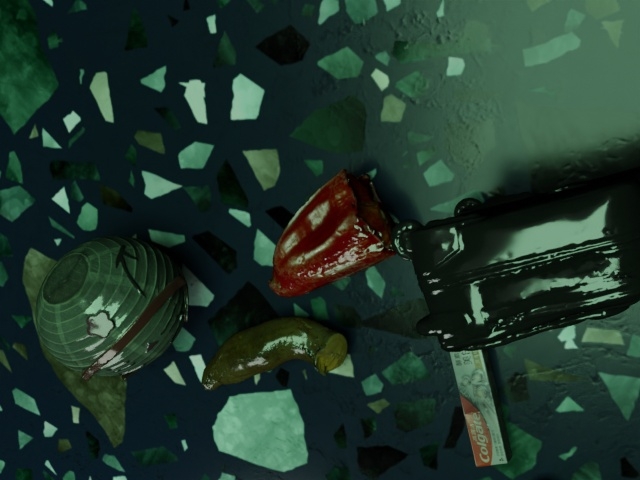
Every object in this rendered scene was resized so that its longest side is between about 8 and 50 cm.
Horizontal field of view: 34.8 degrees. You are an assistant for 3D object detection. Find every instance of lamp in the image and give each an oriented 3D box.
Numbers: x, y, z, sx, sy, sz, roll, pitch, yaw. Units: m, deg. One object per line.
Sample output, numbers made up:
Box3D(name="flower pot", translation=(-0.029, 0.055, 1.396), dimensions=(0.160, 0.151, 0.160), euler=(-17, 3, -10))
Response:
Box3D(name="lamp", translation=(-0.336, 0.109, 1.686), dimensions=(0.265, 0.233, 0.233), euler=(-42, 83, 14))

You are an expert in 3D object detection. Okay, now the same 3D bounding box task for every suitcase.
Box3D(name="suitcase", translation=(0.303, 0.008, 1.326), dimensions=(0.339, 0.345, 0.188), euler=(-16, 89, 25))

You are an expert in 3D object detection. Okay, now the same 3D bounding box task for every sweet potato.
Box3D(name="sweet potato", translation=(-0.089, 0.191, 1.670), dimensions=(0.285, 0.085, 0.112), euler=(-21, 97, 26))

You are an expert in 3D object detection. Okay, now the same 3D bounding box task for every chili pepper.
Box3D(name="chili pepper", translation=(0.000, 0.000, 1.585), dimensions=(0.252, 0.136, 0.144), euler=(-31, 115, 33))

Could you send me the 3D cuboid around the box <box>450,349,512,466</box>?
Box3D(name="box", translation=(0.242, 0.237, 1.565), dimensions=(0.055, 0.039, 0.218), euler=(-10, 97, 23))
